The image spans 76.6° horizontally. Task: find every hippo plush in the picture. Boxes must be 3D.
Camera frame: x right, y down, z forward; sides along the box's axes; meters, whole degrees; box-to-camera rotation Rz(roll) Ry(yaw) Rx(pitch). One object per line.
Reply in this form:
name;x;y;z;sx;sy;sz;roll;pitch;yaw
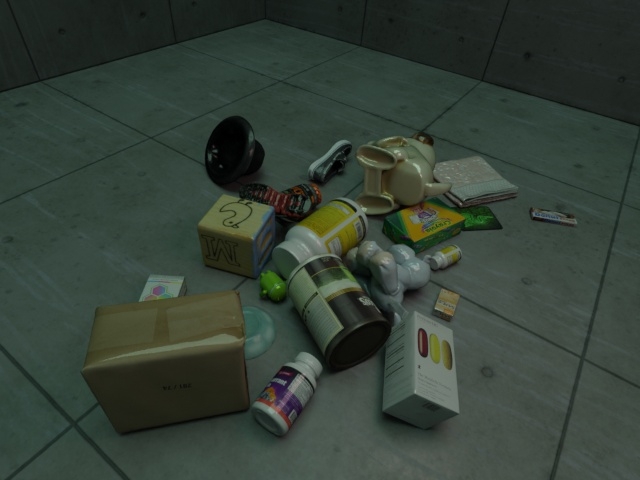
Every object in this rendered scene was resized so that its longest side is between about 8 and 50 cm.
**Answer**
hippo plush;0.248;0.094;1.285;0.237;0.234;0.294;-24;50;-27

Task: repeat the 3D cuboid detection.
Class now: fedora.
fedora;-0.357;-0.376;1.769;0.153;0.333;0.334;14;27;-48

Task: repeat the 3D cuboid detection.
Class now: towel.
towel;0.684;-0.281;1.863;0.333;0.053;0.316;-12;44;-19

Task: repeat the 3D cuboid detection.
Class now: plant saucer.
plant saucer;-0.229;0.261;1.205;0.195;0.037;0.194;3;42;-3

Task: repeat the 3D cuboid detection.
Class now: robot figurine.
robot figurine;-0.151;0.148;1.310;0.101;0.066;0.115;-21;48;-36

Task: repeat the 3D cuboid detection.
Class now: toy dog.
toy dog;0.356;-0.316;1.690;0.396;0.284;0.408;2;28;26

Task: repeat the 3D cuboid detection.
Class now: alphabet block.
alphabet block;-0.277;-0.014;1.384;0.198;0.193;0.192;14;42;9

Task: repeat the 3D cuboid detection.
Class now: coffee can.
coffee can;0.044;0.199;1.175;0.202;0.201;0.275;-17;47;-22

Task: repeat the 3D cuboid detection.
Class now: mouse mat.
mouse mat;0.646;-0.094;1.694;0.190;0.007;0.152;-4;43;-8

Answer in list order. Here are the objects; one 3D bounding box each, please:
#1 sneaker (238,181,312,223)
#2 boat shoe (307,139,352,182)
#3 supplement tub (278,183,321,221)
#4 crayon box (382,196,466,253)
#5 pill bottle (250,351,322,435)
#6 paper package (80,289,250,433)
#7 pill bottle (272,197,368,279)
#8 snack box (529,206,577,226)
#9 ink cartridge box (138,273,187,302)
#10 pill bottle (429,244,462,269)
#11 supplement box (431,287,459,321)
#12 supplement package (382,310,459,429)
sneaker;-0.160;-0.126;1.455;0.277;0.135;0.097;16;68;10
boat shoe;0.071;-0.358;1.852;0.102;0.108;0.301;29;50;24
supplement tub;-0.096;-0.155;1.607;0.191;0.116;0.117;-27;51;-29
crayon box;0.401;-0.059;1.576;0.279;0.081;0.165;-22;49;-26
pill bottle;-0.078;0.382;1.034;0.108;0.108;0.193;25;46;20
paper package;-0.338;0.290;0.962;0.326;0.309;0.168;-6;42;-13
pill bottle;0.000;0.000;1.396;0.188;0.187;0.334;32;49;26
snack box;0.985;-0.100;1.719;0.179;0.022;0.064;10;44;5
ink cartridge box;-0.488;0.201;1.225;0.109;0.062;0.209;4;43;-2
pill bottle;0.447;0.063;1.461;0.117;0.065;0.065;-21;49;-26
supplement box;0.409;0.209;1.320;0.062;0.036;0.098;21;45;17
supplement package;0.260;0.336;1.068;0.139;0.133;0.243;28;42;-13
